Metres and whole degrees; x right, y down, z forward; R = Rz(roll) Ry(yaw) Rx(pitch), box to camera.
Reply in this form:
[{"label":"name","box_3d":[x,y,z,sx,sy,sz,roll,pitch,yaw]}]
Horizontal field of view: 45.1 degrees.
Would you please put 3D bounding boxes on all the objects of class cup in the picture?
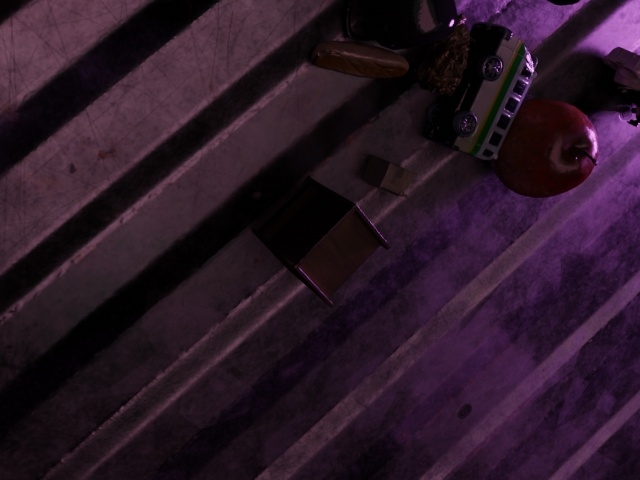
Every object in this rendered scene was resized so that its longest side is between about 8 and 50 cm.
[{"label":"cup","box_3d":[0.152,-0.471,1.523,0.223,0.169,0.176,-10,113,10]}]

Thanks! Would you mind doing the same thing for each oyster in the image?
[{"label":"oyster","box_3d":[0.268,-0.395,1.633,0.177,0.105,0.056,-60,152,4]}]

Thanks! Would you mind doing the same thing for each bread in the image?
[{"label":"bread","box_3d":[0.080,-0.372,1.574,0.214,0.053,0.073,3,151,-24]}]

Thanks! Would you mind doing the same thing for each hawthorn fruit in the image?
[{"label":"hawthorn fruit","box_3d":[0.529,-0.208,1.775,0.235,0.263,0.231,-56,151,-30]}]

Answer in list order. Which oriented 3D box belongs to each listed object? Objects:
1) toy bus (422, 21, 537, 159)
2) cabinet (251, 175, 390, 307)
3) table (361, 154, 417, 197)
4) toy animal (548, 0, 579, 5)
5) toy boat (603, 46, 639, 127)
[{"label":"toy bus","box_3d":[0.359,-0.320,1.693,0.165,0.133,0.276,19,101,-31]},{"label":"cabinet","box_3d":[0.000,0.000,1.587,0.175,0.215,0.148,-45,124,-6]},{"label":"table","box_3d":[0.151,-0.138,1.688,0.083,0.079,0.062,19,99,-33]},{"label":"toy animal","box_3d":[0.494,-0.628,1.620,0.187,0.165,0.235,-47,125,9]},{"label":"toy boat","box_3d":[0.802,-0.363,1.905,0.141,0.141,0.269,-51,125,-1]}]
